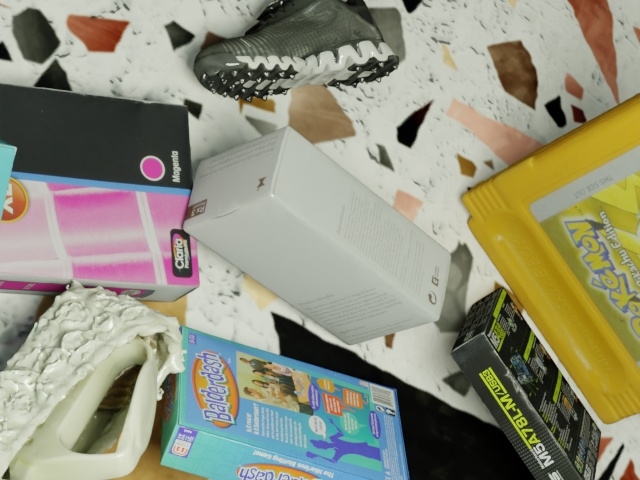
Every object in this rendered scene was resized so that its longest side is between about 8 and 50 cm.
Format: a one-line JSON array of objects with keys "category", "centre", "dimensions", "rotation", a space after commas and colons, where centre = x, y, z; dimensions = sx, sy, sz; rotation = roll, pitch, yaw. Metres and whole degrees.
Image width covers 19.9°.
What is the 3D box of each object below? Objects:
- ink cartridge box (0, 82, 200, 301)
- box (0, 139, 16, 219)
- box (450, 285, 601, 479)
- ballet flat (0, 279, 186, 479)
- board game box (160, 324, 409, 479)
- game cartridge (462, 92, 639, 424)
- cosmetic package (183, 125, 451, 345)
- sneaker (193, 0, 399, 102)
[{"category": "ink cartridge box", "centre": [-0.283, -0.046, 1.565], "dimensions": [0.370, 0.069, 0.176], "rotation": [4, 72, -28]}, {"category": "box", "centre": [-0.306, 0.031, 1.433], "dimensions": [0.060, 0.100, 0.244], "rotation": [9, 99, -31]}, {"category": "box", "centre": [0.200, 0.148, 1.742], "dimensions": [0.184, 0.045, 0.191], "rotation": [53, 16, -4]}, {"category": "ballet flat", "centre": [-0.219, 0.177, 1.418], "dimensions": [0.147, 0.147, 0.409], "rotation": [41, 44, -13]}, {"category": "board game box", "centre": [-0.032, 0.159, 1.578], "dimensions": [0.210, 0.047, 0.160], "rotation": [18, 26, -12]}, {"category": "game cartridge", "centre": [0.305, 0.021, 1.744], "dimensions": [0.052, 0.323, 0.285], "rotation": [-38, 94, -38]}, {"category": "cosmetic package", "centre": [0.000, 0.000, 1.654], "dimensions": [0.231, 0.117, 0.086], "rotation": [39, 49, -34]}, {"category": "sneaker", "centre": [-0.033, -0.197, 1.766], "dimensions": [0.234, 0.078, 0.106], "rotation": [-10, 76, -38]}]
